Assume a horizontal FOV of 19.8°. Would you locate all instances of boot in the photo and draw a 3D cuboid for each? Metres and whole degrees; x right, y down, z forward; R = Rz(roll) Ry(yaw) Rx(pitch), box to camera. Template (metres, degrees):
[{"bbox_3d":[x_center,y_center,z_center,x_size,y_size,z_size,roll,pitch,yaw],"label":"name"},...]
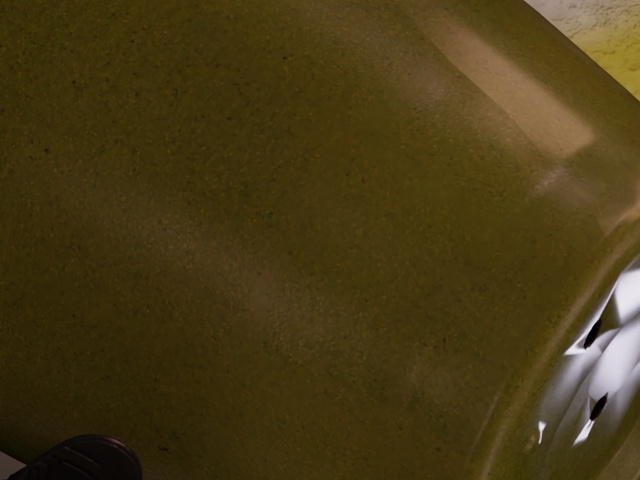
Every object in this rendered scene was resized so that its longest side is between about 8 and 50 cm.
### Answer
[{"bbox_3d":[-0.115,0.114,0.758,0.045,0.121,0.099,39,11,-7],"label":"boot"}]

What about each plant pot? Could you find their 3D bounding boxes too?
[{"bbox_3d":[0.000,0.000,0.867,0.353,0.366,0.366,29,0,29],"label":"plant pot"}]
